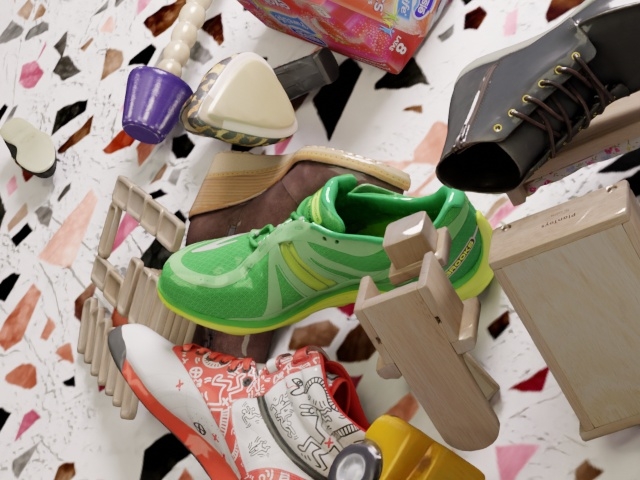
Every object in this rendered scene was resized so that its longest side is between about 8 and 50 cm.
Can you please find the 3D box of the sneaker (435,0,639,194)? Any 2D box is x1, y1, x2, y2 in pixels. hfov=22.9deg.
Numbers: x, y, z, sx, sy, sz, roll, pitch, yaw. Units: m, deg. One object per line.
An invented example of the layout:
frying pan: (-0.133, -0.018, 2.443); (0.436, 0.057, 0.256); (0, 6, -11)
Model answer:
sneaker: (0.185, -0.104, 1.140); (0.222, 0.083, 0.118); (-26, 28, 35)

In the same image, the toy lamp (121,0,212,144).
toy lamp: (-0.152, -0.235, 1.769); (0.080, 0.080, 0.275); (-4, 58, 43)

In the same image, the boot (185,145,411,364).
boot: (-0.031, 0.020, 1.479); (0.248, 0.090, 0.207); (2, 78, 41)

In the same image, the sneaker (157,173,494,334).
sneaker: (0.000, 0.000, 1.346); (0.295, 0.123, 0.109); (-9, 37, 13)

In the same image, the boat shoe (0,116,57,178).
boat shoe: (-0.342, -0.105, 1.892); (0.049, 0.042, 0.133); (-36, 37, -11)

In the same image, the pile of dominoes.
pile of dominoes: (-0.179, 0.055, 1.570); (0.251, 0.040, 0.196); (34, 109, 65)

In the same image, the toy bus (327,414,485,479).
toy bus: (0.020, 0.303, 1.172); (0.130, 0.108, 0.333); (25, 81, 50)

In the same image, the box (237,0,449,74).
box: (0.002, -0.274, 1.603); (0.257, 0.128, 0.122); (29, 84, 50)

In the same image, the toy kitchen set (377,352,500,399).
toy kitchen set: (0.096, 0.111, 1.302); (0.068, 0.075, 0.083); (-44, 0, 7)

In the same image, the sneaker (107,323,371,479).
sneaker: (-0.062, 0.128, 1.366); (0.145, 0.090, 0.270); (-47, 58, 5)

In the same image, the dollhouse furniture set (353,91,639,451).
dollhouse furniture set: (0.212, -0.024, 1.249); (0.303, 0.174, 0.355); (-21, 26, 22)

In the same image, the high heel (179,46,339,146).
high heel: (-0.109, -0.118, 1.550); (0.186, 0.093, 0.261); (-20, 6, 30)
